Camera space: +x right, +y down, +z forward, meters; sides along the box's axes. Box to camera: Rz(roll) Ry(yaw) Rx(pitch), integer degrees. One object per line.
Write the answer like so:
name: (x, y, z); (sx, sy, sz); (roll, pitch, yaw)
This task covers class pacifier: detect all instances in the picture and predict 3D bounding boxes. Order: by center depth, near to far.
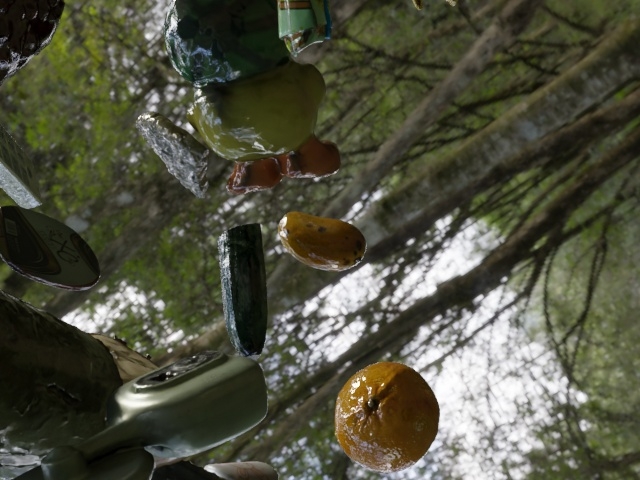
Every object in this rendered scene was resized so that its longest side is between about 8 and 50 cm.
pacifier: (-0.155, 0.521, 1.549); (0.238, 0.226, 0.287); (17, -176, 36)

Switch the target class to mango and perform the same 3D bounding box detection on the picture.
mango: (0.001, 0.003, 1.664); (0.178, 0.090, 0.115); (16, -137, 1)

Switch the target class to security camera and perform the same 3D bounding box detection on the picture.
security camera: (-0.185, 0.187, 0.823); (0.301, 0.157, 0.080); (-23, -75, -46)

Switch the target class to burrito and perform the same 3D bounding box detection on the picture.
burrito: (-0.019, -0.343, 0.914); (0.104, 0.054, 0.288); (-20, -75, -61)

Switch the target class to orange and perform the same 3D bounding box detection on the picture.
orange: (0.104, 0.283, 1.376); (0.155, 0.177, 0.178); (51, -156, -32)

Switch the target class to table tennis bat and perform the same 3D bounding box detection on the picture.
table tennis bat: (-0.479, -0.002, 1.344); (0.301, 0.022, 0.173); (23, -152, -42)

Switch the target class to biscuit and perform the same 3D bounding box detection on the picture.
biscuit: (-0.240, -0.151, 1.394); (0.141, 0.038, 0.290); (39, 168, 3)

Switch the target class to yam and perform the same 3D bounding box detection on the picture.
yam: (-0.368, 0.133, 0.867); (0.300, 0.195, 0.195); (43, -155, -52)

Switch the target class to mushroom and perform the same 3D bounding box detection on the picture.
mushroom: (-0.289, 0.264, 1.286); (0.285, 0.151, 0.156); (31, -177, 35)

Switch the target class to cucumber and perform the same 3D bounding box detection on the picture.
cucumber: (-0.148, 0.100, 1.583); (0.063, 0.115, 0.244); (1, -109, -34)

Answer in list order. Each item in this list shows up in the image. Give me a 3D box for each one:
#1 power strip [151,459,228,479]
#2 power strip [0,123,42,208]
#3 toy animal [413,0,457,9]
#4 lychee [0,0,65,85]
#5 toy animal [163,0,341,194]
power strip: (-0.222, 0.458, 1.339); (0.198, 0.064, 0.213); (21, -110, 9)
power strip: (-0.576, -0.156, 1.533); (0.367, 0.043, 0.106); (91, 161, -73)
toy animal: (0.271, -0.548, 1.677); (0.156, 0.229, 0.156); (54, -173, -9)
lychee: (-0.458, -0.314, 1.008); (0.330, 0.306, 0.306); (94, 159, -58)
toy animal: (-0.107, -0.225, 1.256); (0.191, 0.216, 0.338); (-80, -27, -63)
